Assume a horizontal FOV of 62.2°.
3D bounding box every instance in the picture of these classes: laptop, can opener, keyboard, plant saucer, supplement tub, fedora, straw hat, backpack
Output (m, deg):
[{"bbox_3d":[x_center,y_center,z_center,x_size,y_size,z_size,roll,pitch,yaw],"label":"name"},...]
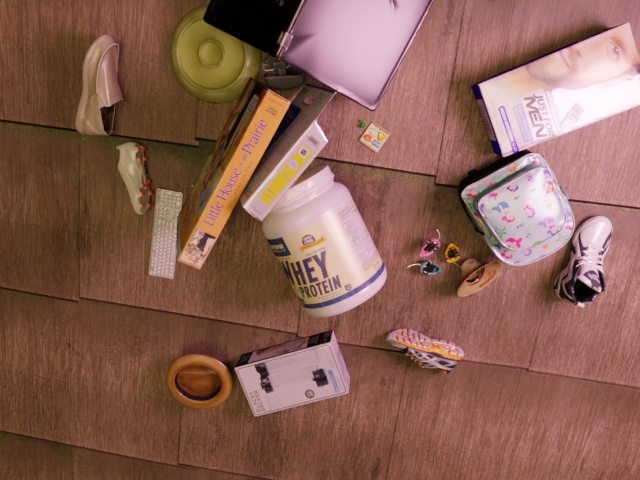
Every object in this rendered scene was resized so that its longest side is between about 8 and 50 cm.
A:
[{"bbox_3d":[0.009,-0.576,1.218,0.408,0.236,0.381,35,104,28],"label":"laptop"},{"bbox_3d":[-0.004,-0.436,1.308,0.284,0.076,0.095,-5,137,7],"label":"can opener"},{"bbox_3d":[-0.434,-0.016,1.489,0.072,0.014,0.255,12,106,3],"label":"keyboard"},{"bbox_3d":[-0.270,-0.468,1.335,0.241,0.037,0.240,2,106,7],"label":"plant saucer"},{"bbox_3d":[0.000,0.000,1.323,0.236,0.235,0.324,-24,103,12],"label":"supplement tub"},{"bbox_3d":[-0.350,0.401,1.558,0.195,0.079,0.194,0,106,0],"label":"fedora"},{"bbox_3d":[0.399,0.081,1.387,0.144,0.144,0.061,-42,57,15],"label":"straw hat"},{"bbox_3d":[0.482,-0.068,1.286,0.225,0.191,0.253,-29,105,12],"label":"backpack"}]

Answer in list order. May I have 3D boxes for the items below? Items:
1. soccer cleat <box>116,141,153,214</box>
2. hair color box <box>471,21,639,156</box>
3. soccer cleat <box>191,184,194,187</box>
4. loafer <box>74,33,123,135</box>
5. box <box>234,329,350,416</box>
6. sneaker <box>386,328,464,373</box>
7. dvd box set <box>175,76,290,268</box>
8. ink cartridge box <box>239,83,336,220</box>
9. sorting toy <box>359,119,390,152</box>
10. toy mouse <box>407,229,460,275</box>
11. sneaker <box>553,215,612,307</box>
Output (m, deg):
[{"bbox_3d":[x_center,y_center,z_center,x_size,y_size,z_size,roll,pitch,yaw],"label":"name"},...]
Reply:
[{"bbox_3d":[-0.504,-0.166,1.433,0.076,0.068,0.196,-2,98,12],"label":"soccer cleat"},{"bbox_3d":[0.551,-0.345,1.238,0.339,0.110,0.185,-21,101,10],"label":"hair color box"},{"bbox_3d":[-0.308,-0.136,1.436,0.083,0.029,0.035,27,98,-4],"label":"soccer cleat"},{"bbox_3d":[-0.553,-0.388,1.363,0.092,0.102,0.268,22,116,-1],"label":"loafer"},{"bbox_3d":[-0.077,0.381,1.517,0.290,0.087,0.169,-16,102,11],"label":"box"},{"bbox_3d":[0.281,0.308,1.460,0.215,0.084,0.083,18,111,0],"label":"sneaker"},{"bbox_3d":[-0.222,-0.174,1.256,0.062,0.307,0.420,26,104,-22],"label":"dvd box set"},{"bbox_3d":[-0.081,-0.218,1.234,0.072,0.303,0.307,41,96,-23],"label":"ink cartridge box"},{"bbox_3d":[0.127,-0.270,1.355,0.083,0.012,0.062,35,106,-4],"label":"sorting toy"},{"bbox_3d":[0.290,0.039,1.394,0.143,0.031,0.161,-22,126,4],"label":"toy mouse"},{"bbox_3d":[0.668,0.062,1.309,0.094,0.153,0.234,25,107,-2],"label":"sneaker"}]
